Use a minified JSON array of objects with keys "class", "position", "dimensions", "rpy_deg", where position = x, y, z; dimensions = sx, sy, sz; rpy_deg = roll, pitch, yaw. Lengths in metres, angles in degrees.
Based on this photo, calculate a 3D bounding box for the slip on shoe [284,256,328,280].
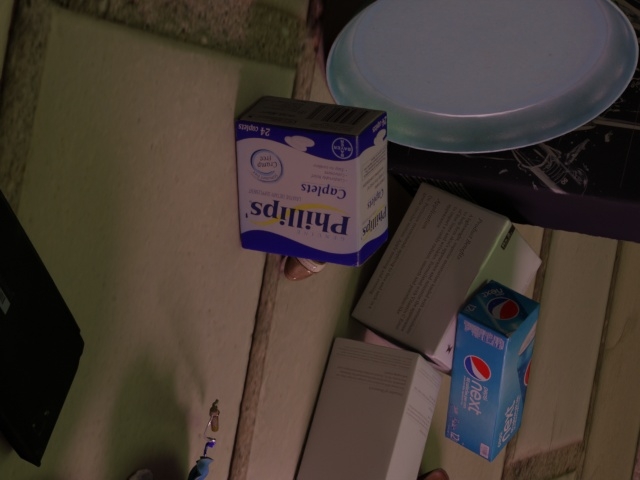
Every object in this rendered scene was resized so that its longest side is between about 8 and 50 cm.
[{"class":"slip on shoe","position":[0.000,0.000,1.772],"dimensions":[0.041,0.051,0.135],"rpy_deg":[-47,-173,34]}]

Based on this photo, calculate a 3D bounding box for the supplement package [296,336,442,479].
[{"class":"supplement package","position":[0.055,0.213,1.900],"dimensions":[0.105,0.105,0.179],"rpy_deg":[47,56,-63]}]

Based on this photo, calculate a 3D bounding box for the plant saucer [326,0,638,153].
[{"class":"plant saucer","position":[0.164,-0.192,1.754],"dimensions":[0.317,0.317,0.044],"rpy_deg":[60,25,-57]}]

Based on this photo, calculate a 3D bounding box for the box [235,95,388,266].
[{"class":"box","position":[-0.007,-0.056,1.615],"dimensions":[0.072,0.126,0.137],"rpy_deg":[-46,140,-55]}]

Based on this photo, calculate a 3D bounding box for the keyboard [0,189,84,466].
[{"class":"keyboard","position":[-0.256,0.063,1.207],"dimensions":[0.317,0.033,0.201],"rpy_deg":[69,31,-49]}]

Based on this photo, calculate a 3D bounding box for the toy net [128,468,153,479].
[{"class":"toy net","position":[-0.168,0.318,1.499],"dimensions":[0.122,0.045,0.232],"rpy_deg":[54,50,-59]}]

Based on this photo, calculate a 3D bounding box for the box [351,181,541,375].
[{"class":"box","position":[0.150,0.054,1.992],"dimensions":[0.181,0.119,0.182],"rpy_deg":[-61,155,-6]}]

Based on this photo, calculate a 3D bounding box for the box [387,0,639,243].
[{"class":"box","position":[0.281,-0.194,1.996],"dimensions":[0.179,0.312,0.343],"rpy_deg":[40,62,-64]}]

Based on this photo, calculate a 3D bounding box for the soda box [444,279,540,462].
[{"class":"soda box","position":[0.194,0.150,1.946],"dimensions":[0.071,0.067,0.210],"rpy_deg":[-42,149,-37]}]

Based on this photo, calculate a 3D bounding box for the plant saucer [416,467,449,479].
[{"class":"plant saucer","position":[0.120,0.389,2.219],"dimensions":[0.198,0.036,0.198],"rpy_deg":[11,90,-68]}]

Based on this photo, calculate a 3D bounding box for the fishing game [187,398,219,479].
[{"class":"fishing game","position":[-0.121,0.284,1.536],"dimensions":[0.189,0.041,0.264],"rpy_deg":[102,4,-72]}]
